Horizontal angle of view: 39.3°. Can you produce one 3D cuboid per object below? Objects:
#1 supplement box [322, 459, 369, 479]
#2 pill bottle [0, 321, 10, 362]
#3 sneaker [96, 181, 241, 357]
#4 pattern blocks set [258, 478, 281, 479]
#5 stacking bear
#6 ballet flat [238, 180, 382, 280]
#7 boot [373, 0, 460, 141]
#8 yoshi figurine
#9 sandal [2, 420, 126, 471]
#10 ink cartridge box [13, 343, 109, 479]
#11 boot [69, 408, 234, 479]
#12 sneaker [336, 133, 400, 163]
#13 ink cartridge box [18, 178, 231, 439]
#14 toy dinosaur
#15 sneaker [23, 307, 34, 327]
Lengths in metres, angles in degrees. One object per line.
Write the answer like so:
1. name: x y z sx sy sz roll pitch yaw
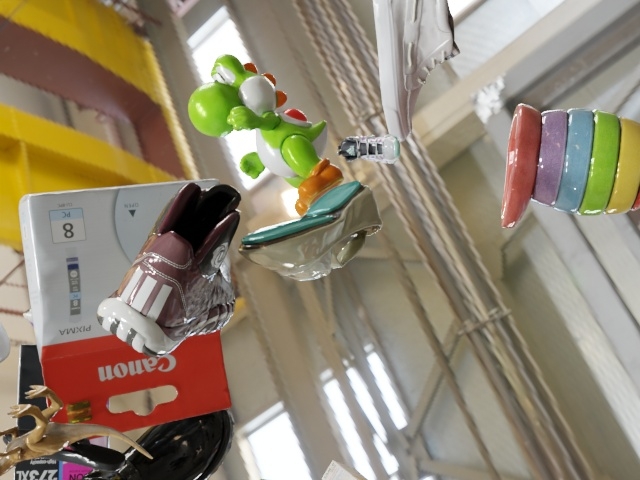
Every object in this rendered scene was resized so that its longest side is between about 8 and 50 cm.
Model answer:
1. supplement box: 0.058 0.381 1.369 0.098 0.036 0.062 28 176 47
2. pill bottle: -0.612 0.192 1.340 0.146 0.146 0.264 51 -126 -3
3. sneaker: -0.118 0.012 0.930 0.106 0.162 0.281 31 -168 1
4. pattern blocks set: -0.025 0.370 0.866 0.325 0.026 0.285 9 -128 -39
5. stacking bear: 0.417 -0.104 1.282 0.164 0.289 0.175 82 -163 -63
6. ballet flat: 0.000 0.000 0.994 0.086 0.086 0.248 54 -144 3
7. boot: 0.152 -0.271 1.367 0.095 0.123 0.258 -83 -13 -55
8. yoshi figurine: -0.130 -0.202 1.793 0.362 0.203 0.203 50 -151 6
9. sandal: -0.356 0.281 1.255 0.179 0.040 0.067 10 -168 10
10. ink cartridge box: -0.502 0.386 1.748 0.176 0.069 0.371 1 -107 -14
11. boot: -0.307 0.383 1.446 0.131 0.348 0.260 45 179 19
12. sneaker: 0.054 -0.115 1.148 0.069 0.098 0.038 -8 -83 -25
13. ink cartridge box: -0.289 0.106 1.411 0.308 0.091 0.385 -7 -93 -30
14. toy dinosaur: -0.323 0.234 1.084 0.064 0.211 0.112 -126 22 -66
15. sneaker: -0.479 0.143 1.599 0.170 0.068 0.071 -58 -56 -86
